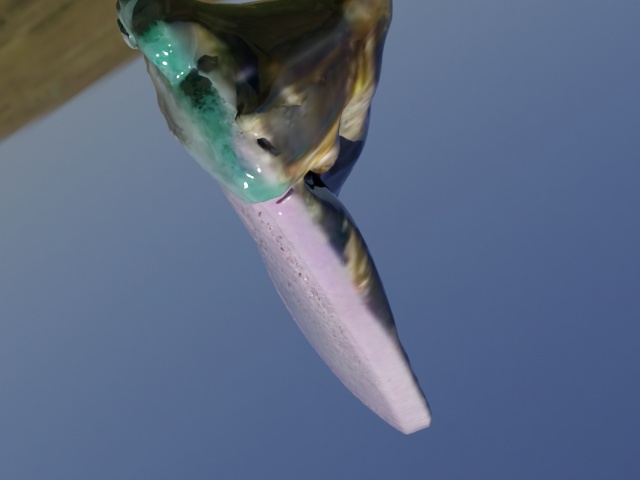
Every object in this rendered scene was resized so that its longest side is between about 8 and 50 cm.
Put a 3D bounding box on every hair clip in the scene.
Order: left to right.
[{"bbox_3d":[0.001,0.002,0.727,0.359,0.110,0.095,81,29,-65],"label":"hair clip"}]
